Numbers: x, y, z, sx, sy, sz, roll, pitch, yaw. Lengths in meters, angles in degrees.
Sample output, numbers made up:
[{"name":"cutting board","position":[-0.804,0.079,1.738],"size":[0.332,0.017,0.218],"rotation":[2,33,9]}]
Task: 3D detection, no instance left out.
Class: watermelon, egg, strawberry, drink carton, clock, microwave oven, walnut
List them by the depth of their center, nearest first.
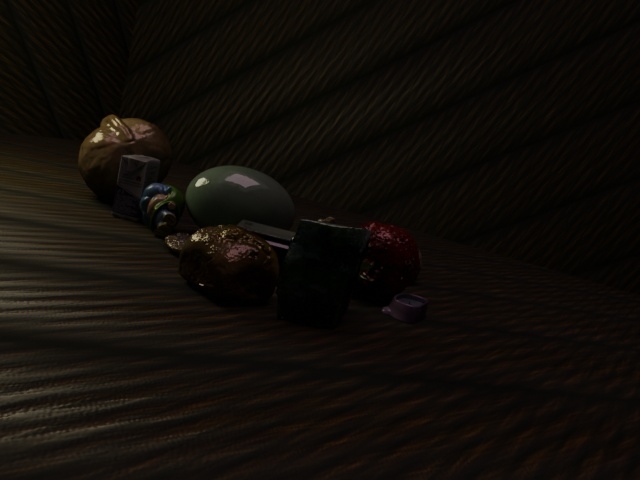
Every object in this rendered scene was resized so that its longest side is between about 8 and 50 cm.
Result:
[{"name":"watermelon","position":[0.037,0.078,1.415],"size":[0.151,0.264,0.302],"rotation":[20,9,25]},{"name":"clock","position":[0.250,0.192,1.643],"size":[0.110,0.050,0.153],"rotation":[18,11,24]},{"name":"strawberry","position":[0.198,0.059,1.751],"size":[0.288,0.238,0.250],"rotation":[1,18,-35]},{"name":"microwave oven","position":[-0.171,0.027,1.755],"size":[0.205,0.129,0.163],"rotation":[14,13,1]},{"name":"egg","position":[-0.279,-0.120,1.974],"size":[0.389,0.276,0.276],"rotation":[13,11,-13]},{"name":"drink carton","position":[-0.654,-0.191,2.003],"size":[0.102,0.222,0.134],"rotation":[15,11,4]},{"name":"walnut","position":[-0.765,-0.316,2.208],"size":[0.381,0.381,0.381],"rotation":[13,11,-3]}]

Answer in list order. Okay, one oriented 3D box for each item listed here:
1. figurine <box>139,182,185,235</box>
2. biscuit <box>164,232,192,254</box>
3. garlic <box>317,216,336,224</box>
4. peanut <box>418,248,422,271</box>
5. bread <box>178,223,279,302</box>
[{"name":"figurine","position":[-0.531,-0.100,1.898],"size":[0.143,0.162,0.263],"rotation":[19,17,-30]},{"name":"biscuit","position":[-0.403,0.022,1.723],"size":[0.141,0.038,0.290],"rotation":[5,12,-36]},{"name":"garlic","position":[0.000,0.000,2.206],"size":[0.131,0.127,0.194],"rotation":[-1,29,29]},{"name":"peanut","position":[0.313,0.065,2.142],"size":[0.152,0.152,0.313],"rotation":[15,9,7]},{"name":"bread","position":[-0.238,0.045,1.445],"size":[0.246,0.176,0.196],"rotation":[23,12,40]}]
